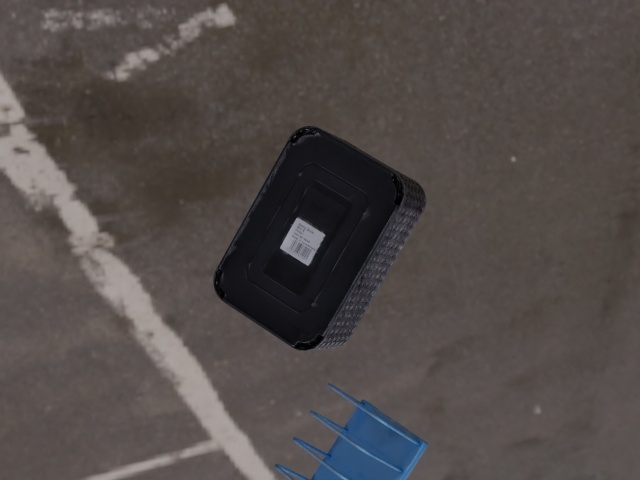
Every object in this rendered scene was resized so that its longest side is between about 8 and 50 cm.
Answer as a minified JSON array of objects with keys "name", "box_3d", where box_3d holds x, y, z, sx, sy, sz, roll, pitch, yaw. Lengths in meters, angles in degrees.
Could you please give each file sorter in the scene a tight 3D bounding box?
[{"name":"file sorter","box_3d":[0.022,0.278,1.389,0.104,0.118,0.170,37,85,-44]}]

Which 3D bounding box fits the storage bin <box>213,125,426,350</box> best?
[{"name":"storage bin","box_3d":[0.000,0.000,1.043,0.180,0.122,0.084,-60,162,6]}]
